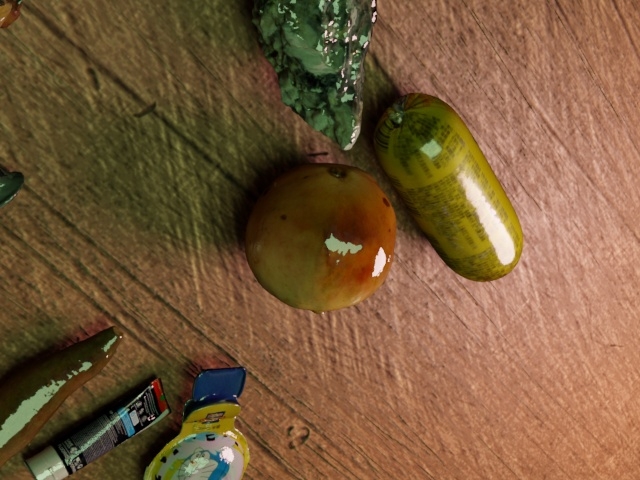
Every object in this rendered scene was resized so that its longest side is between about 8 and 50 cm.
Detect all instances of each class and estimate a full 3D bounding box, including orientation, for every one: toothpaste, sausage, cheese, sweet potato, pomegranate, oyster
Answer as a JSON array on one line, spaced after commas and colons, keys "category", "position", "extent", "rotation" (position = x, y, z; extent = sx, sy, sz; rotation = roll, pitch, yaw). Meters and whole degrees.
[{"category": "toothpaste", "position": [-0.277, 0.247, 1.361], "extent": [0.193, 0.045, 0.071], "rotation": [-32, 135, -22]}, {"category": "sausage", "position": [0.174, -0.063, 1.421], "extent": [0.123, 0.123, 0.347], "rotation": [-42, 129, -6]}, {"category": "cheese", "position": [-0.157, 0.276, 1.432], "extent": [0.156, 0.064, 0.250], "rotation": [-2, 118, -32]}, {"category": "sweet potato", "position": [-0.337, 0.183, 1.273], "extent": [0.244, 0.077, 0.077], "rotation": [-46, 130, -16]}, {"category": "pomegranate", "position": [0.000, -0.004, 1.316], "extent": [0.191, 0.191, 0.191], "rotation": [-14, 121, -25]}, {"category": "oyster", "position": [0.003, -0.276, 1.202], "extent": [0.162, 0.158, 0.351], "rotation": [-4, 107, 8]}]

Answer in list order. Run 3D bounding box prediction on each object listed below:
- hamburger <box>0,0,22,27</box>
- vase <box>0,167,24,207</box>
[{"category": "hamburger", "position": [-0.435, -0.235, 0.936], "extent": [0.245, 0.155, 0.282], "rotation": [-38, 133, -5]}, {"category": "vase", "position": [-0.379, -0.100, 1.102], "extent": [0.059, 0.059, 0.167], "rotation": [-43, 129, -5]}]
